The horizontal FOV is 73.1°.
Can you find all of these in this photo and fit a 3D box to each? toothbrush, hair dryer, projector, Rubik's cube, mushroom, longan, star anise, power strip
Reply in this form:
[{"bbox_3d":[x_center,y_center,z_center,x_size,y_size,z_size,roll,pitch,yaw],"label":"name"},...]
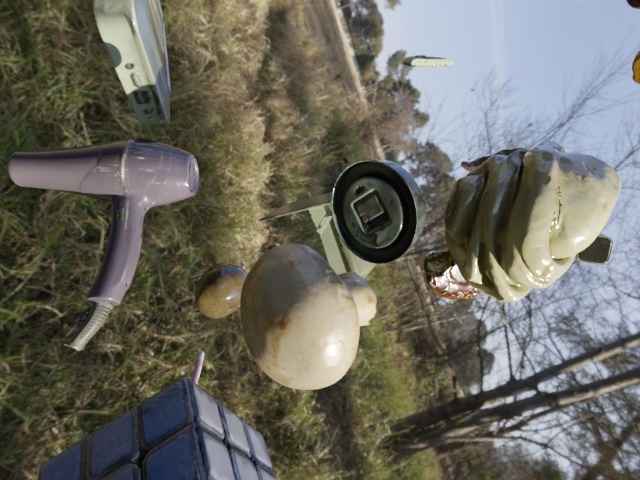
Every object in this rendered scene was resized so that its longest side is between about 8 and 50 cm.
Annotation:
[{"bbox_3d":[-0.316,0.388,1.042,0.286,0.025,0.020,-88,174,-50],"label":"toothbrush"},{"bbox_3d":[-0.370,-0.007,0.698,0.121,0.301,0.361,94,-3,-67],"label":"hair dryer"},{"bbox_3d":[0.769,0.019,1.231,0.082,0.083,0.083,-28,125,-71],"label":"projector"},{"bbox_3d":[-0.244,0.472,0.716,0.301,0.305,0.303,57,-4,49],"label":"Rubik's cube"},{"bbox_3d":[-0.010,0.144,0.891,0.297,0.290,0.297,26,-59,52],"label":"mushroom"},{"bbox_3d":[-0.316,0.160,1.383,0.167,0.187,0.167,31,-14,8],"label":"longan"},{"bbox_3d":[0.634,-0.238,1.430,0.350,0.293,0.108,-8,100,-50],"label":"star anise"},{"bbox_3d":[0.010,-0.042,1.040,0.017,0.027,0.083,38,-35,5],"label":"power strip"}]

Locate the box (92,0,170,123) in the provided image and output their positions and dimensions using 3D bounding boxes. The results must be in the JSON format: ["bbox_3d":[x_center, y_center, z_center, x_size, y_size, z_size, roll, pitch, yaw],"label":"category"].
[{"bbox_3d":[-0.451,-0.538,1.049,0.396,0.111,0.396,115,-35,-71],"label":"box"}]

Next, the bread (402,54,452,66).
[{"bbox_3d":[0.365,-0.643,1.540,0.112,0.193,0.036,42,-44,51],"label":"bread"}]

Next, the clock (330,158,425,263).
[{"bbox_3d":[0.114,-0.060,0.883,0.042,0.215,0.214,-20,91,-44],"label":"clock"}]

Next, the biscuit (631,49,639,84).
[{"bbox_3d":[0.580,-0.220,0.608,0.249,0.035,0.184,38,-12,9],"label":"biscuit"}]

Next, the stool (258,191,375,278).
[{"bbox_3d":[0.000,0.000,1.276,0.170,0.270,0.243,-37,112,-56],"label":"stool"}]

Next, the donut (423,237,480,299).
[{"bbox_3d":[0.397,0.053,1.197,0.096,0.216,0.230,-118,-140,-59],"label":"donut"}]

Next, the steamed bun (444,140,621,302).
[{"bbox_3d":[0.397,-0.066,0.909,0.247,0.339,0.352,37,17,1],"label":"steamed bun"}]

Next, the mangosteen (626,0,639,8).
[{"bbox_3d":[0.664,-0.510,0.874,0.081,0.081,0.080,-20,90,-84],"label":"mangosteen"}]
